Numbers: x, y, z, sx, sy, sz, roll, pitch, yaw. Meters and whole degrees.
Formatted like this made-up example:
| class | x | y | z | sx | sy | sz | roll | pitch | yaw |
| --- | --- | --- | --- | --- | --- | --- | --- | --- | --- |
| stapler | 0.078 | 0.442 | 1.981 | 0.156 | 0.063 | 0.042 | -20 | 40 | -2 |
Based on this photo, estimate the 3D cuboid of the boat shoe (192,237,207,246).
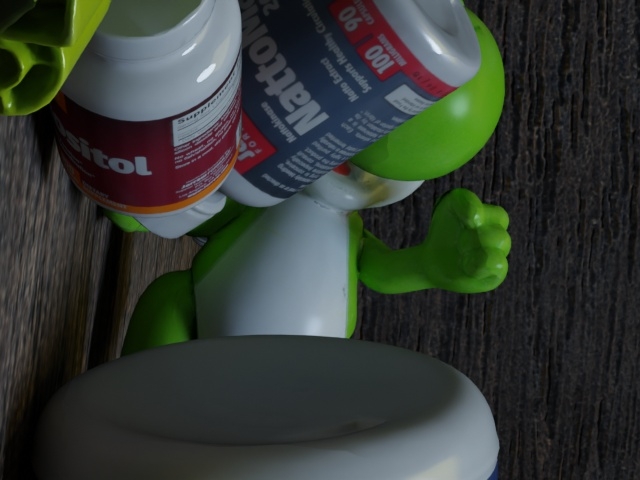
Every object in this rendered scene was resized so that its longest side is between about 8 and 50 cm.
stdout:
| class | x | y | z | sx | sy | sz | roll | pitch | yaw |
| --- | --- | --- | --- | --- | --- | --- | --- | --- | --- |
| boat shoe | -0.060 | -0.104 | 1.629 | 0.081 | 0.079 | 0.227 | 107 | -6 | -70 |

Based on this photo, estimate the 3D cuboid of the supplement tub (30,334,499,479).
| class | x | y | z | sx | sy | sz | roll | pitch | yaw |
| --- | --- | --- | --- | --- | --- | --- | --- | --- | --- |
| supplement tub | -0.025 | 0.224 | 0.995 | 0.228 | 0.228 | 0.316 | -78 | 167 | -77 |

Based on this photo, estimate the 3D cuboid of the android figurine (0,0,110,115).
| class | x | y | z | sx | sy | sz | roll | pitch | yaw |
| --- | --- | --- | --- | --- | --- | --- | --- | --- | --- |
| android figurine | -0.082 | -0.172 | 0.653 | 0.273 | 0.056 | 0.248 | -79 | 177 | -61 |

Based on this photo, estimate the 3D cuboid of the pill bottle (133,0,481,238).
| class | x | y | z | sx | sy | sz | roll | pitch | yaw |
| --- | --- | --- | --- | --- | --- | --- | --- | --- | --- |
| pill bottle | -0.023 | -0.079 | 0.975 | 0.108 | 0.180 | 0.108 | 47 | 21 | -25 |

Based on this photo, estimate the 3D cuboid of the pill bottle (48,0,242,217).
| class | x | y | z | sx | sy | sz | roll | pitch | yaw |
| --- | --- | --- | --- | --- | --- | --- | --- | --- | --- |
| pill bottle | -0.076 | -0.076 | 0.848 | 0.152 | 0.086 | 0.086 | 94 | 4 | -66 |

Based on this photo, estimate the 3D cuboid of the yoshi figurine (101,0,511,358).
| class | x | y | z | sx | sy | sz | roll | pitch | yaw |
| --- | --- | --- | --- | --- | --- | --- | --- | --- | --- |
| yoshi figurine | -0.002 | -0.004 | 1.137 | 0.203 | 0.203 | 0.362 | 31 | 79 | -54 |
